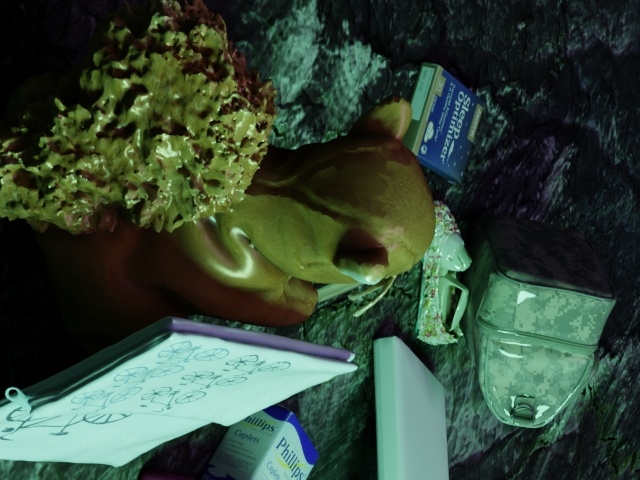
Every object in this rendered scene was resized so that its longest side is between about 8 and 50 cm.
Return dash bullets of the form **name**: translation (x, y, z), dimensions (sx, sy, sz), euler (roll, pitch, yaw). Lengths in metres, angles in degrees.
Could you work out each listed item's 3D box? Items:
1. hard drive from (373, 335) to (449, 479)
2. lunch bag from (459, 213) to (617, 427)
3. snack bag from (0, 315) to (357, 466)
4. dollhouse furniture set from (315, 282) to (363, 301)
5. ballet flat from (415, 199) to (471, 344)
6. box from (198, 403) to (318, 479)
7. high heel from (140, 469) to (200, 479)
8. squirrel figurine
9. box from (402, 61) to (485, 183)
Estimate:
- **hard drive**: translation (0.141, 0.350, 2.058), dimensions (0.233, 0.047, 0.353), euler (48, 36, -54)
- **lunch bag**: translation (0.325, 0.127, 2.185), dimensions (0.305, 0.212, 0.256), euler (-95, -161, -67)
- **snack bag**: translation (-0.178, 0.164, 1.349), dimensions (0.323, 0.342, 0.037), euler (17, 52, -58)
- **dollhouse furniture set**: translation (0.000, 0.000, 1.835), dimensions (0.144, 0.123, 0.151), euler (-5, 72, -59)
- **ballet flat**: translation (0.198, 0.055, 2.145), dimensions (0.091, 0.077, 0.241), euler (-29, 126, -51)
- **box**: translation (-0.078, 0.296, 1.791), dimensions (0.137, 0.072, 0.126), euler (-60, 147, -26)
- **high heel**: translation (-0.207, 0.459, 1.672), dimensions (0.377, 0.181, 0.127), euler (-62, -179, 9)
- **squirrel figurine**: translation (-0.095, -0.045, 1.287), dimensions (0.397, 0.370, 0.281), euler (45, 54, -48)
- **box**: translation (0.191, -0.171, 2.075), dimensions (0.225, 0.036, 0.136), euler (23, 83, -61)
